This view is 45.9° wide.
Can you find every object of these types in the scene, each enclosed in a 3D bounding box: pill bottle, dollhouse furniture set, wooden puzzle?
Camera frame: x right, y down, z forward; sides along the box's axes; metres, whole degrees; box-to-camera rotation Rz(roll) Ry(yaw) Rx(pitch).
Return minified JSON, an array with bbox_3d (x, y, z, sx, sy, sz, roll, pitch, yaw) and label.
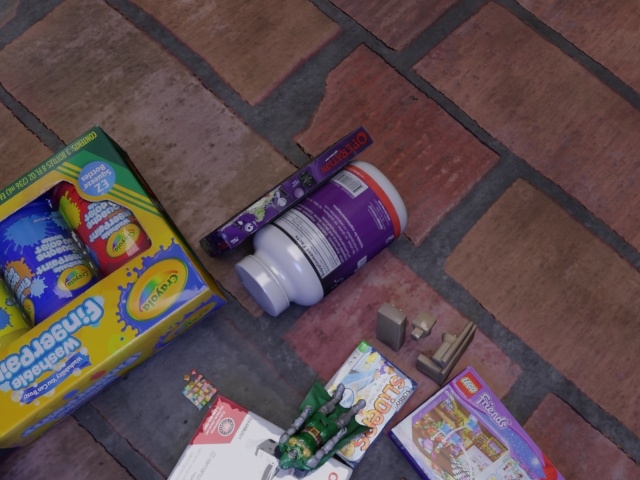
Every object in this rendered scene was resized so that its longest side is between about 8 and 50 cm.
[{"bbox_3d":[0.000,0.000,1.451,0.323,0.181,0.181,-38,77,-18],"label":"pill bottle"},{"bbox_3d":[0.205,0.162,1.445,0.151,0.144,0.123,31,63,22],"label":"dollhouse furniture set"},{"bbox_3d":[-0.226,0.281,1.409,0.083,0.006,0.049,40,70,10],"label":"wooden puzzle"}]

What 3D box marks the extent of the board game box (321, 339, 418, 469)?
[{"bbox_3d":[0.070,0.306,1.416,0.136,0.035,0.201,38,69,9],"label":"board game box"}]

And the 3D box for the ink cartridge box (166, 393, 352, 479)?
[{"bbox_3d":[-0.108,0.424,1.307,0.273,0.114,0.197,28,67,5],"label":"ink cartridge box"}]

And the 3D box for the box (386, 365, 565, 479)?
[{"bbox_3d":[0.291,0.407,1.388,0.201,0.057,0.293,-34,76,-17],"label":"box"}]

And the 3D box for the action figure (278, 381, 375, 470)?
[{"bbox_3d":[-0.003,0.323,1.283,0.137,0.063,0.232,32,29,16],"label":"action figure"}]

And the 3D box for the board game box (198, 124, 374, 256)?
[{"bbox_3d":[-0.070,-0.092,1.466,0.347,0.208,0.056,-38,101,-18],"label":"board game box"}]

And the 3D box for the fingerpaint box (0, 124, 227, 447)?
[{"bbox_3d":[-0.456,0.081,1.330,0.445,0.163,0.371,-35,76,-4],"label":"fingerpaint box"}]
